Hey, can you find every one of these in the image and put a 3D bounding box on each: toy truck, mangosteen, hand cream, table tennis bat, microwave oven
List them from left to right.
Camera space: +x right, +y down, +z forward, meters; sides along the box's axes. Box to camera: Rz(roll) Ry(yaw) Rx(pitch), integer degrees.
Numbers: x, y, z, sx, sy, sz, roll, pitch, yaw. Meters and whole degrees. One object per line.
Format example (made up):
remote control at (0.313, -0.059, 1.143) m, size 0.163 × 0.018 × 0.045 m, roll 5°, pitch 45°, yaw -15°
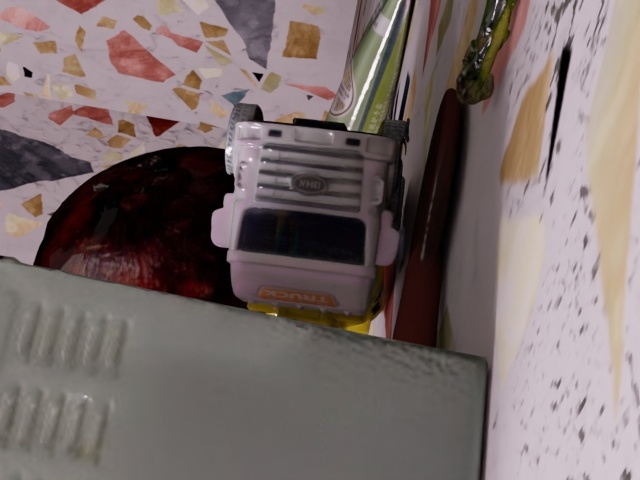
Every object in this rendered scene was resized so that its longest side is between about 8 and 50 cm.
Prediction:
microwave oven at (-0.076, 0.170, 0.452) m, size 0.295 × 0.181 × 0.237 m, roll 115°, pitch 165°, yaw -60°
mangosteen at (-0.144, 0.079, 1.519) m, size 0.381 × 0.421 × 0.381 m, roll -33°, pitch 35°, yaw 27°
toy truck at (0.000, 0.000, 0.703) m, size 0.227 × 0.098 × 0.114 m, roll 71°, pitch -154°, yaw -81°
hand cream at (0.045, -0.150, 1.039) m, size 0.086 × 0.055 × 0.235 m, roll -89°, pitch 16°, yaw -63°
table tennis bat at (0.048, -0.003, 0.552) m, size 0.098 × 0.019 × 0.154 m, roll 100°, pitch -179°, yaw -46°

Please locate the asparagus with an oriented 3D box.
asparagus at (0.068, -0.106, 0.439) m, size 0.015 × 0.018 × 0.127 m, roll -26°, pitch -45°, yaw -47°
